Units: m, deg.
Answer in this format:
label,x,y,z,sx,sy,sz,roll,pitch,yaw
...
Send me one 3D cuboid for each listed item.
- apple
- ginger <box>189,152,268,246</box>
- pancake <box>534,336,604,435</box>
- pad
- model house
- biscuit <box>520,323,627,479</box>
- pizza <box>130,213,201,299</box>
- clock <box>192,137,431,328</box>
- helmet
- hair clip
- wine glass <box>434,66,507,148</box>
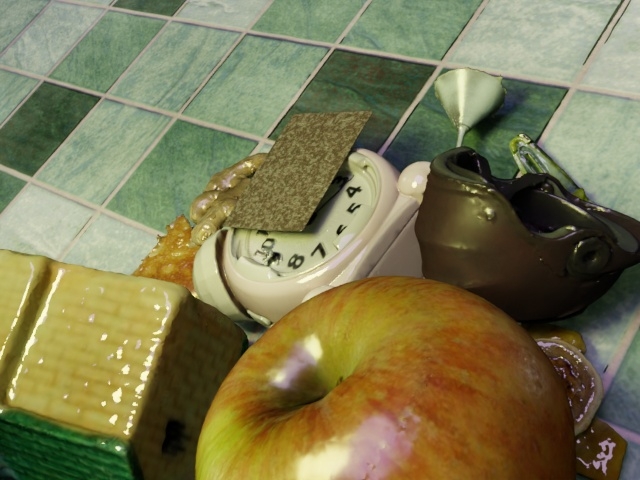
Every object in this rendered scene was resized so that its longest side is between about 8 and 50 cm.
label,x,y,z,sx,sy,sz,roll,pitch,yaw
apple,0.068,0.243,0.843,0.400,0.334,0.400,-28,27,15
ginger,-0.164,-0.061,1.359,0.149,0.065,0.259,-14,29,32
pancake,0.263,0.180,0.954,0.139,0.022,0.140,-14,52,19
pad,-0.034,-0.106,1.182,0.158,0.003,0.235,5,54,39
model house,-0.334,0.228,1.107,0.381,0.334,0.343,6,68,25
biscuit,0.293,0.188,0.974,0.174,0.039,0.184,9,61,34
pizza,-0.231,0.045,1.345,0.200,0.053,0.193,-1,55,21
clock,0.000,0.000,1.181,0.325,0.184,0.342,21,60,41
helmet,0.254,0.014,1.016,0.225,0.305,0.177,-80,13,-71
hair clip,0.331,-0.088,1.171,0.060,0.033,0.188,-31,50,5
wine glass,0.216,-0.161,1.235,0.122,0.122,0.183,0,58,27
